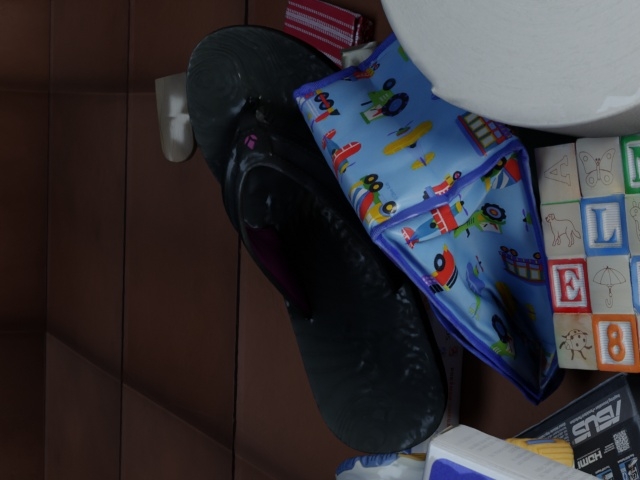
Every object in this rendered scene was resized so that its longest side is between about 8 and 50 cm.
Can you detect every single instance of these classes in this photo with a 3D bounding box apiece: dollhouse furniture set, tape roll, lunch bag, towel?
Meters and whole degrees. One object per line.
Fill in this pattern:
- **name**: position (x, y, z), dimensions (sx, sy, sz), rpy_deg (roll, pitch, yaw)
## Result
- **dollhouse furniture set**: position (-0.015, -0.101, 1.402), dimensions (0.242, 0.212, 0.160), rpy_deg (-9, 85, 30)
- **tape roll**: position (0.187, -0.264, 0.914), dimensions (0.392, 0.072, 0.391), rpy_deg (-6, 82, 47)
- **lunch bag**: position (0.125, -0.009, 1.152), dimensions (0.293, 0.138, 0.221), rpy_deg (55, -175, -40)
- **towel**: position (-0.007, -0.150, 1.604), dimensions (0.199, 0.031, 0.274), rpy_deg (35, 121, 58)

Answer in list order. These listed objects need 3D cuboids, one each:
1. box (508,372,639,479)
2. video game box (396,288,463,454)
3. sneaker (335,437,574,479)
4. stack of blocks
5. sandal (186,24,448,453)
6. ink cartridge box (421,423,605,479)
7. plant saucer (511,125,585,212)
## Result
- **box**: position (0.214, 0.318, 1.108), dimensions (0.395, 0.097, 0.318), rpy_deg (-47, 47, 53)
- **video game box**: position (0.081, 0.129, 1.421), dimensions (0.205, 0.048, 0.187), rpy_deg (17, 104, 62)
- **sneaker**: position (0.100, 0.240, 1.109), dimensions (0.296, 0.112, 0.130), rpy_deg (154, 115, -62)
- **stack of blocks**: position (0.287, 0.003, 0.906), dimensions (0.297, 0.087, 0.171), rpy_deg (-3, 94, 56)
- **sandal**: position (0.003, 0.000, 1.259), dimensions (0.445, 0.168, 0.107), rpy_deg (65, -162, -6)
- **ink cartridge box**: position (0.191, 0.320, 0.935), dimensions (0.307, 0.072, 0.303), rpy_deg (19, 109, 28)
- **plant saucer**: position (0.244, -0.128, 1.094), dimensions (0.318, 0.044, 0.317), rpy_deg (6, 97, 63)
